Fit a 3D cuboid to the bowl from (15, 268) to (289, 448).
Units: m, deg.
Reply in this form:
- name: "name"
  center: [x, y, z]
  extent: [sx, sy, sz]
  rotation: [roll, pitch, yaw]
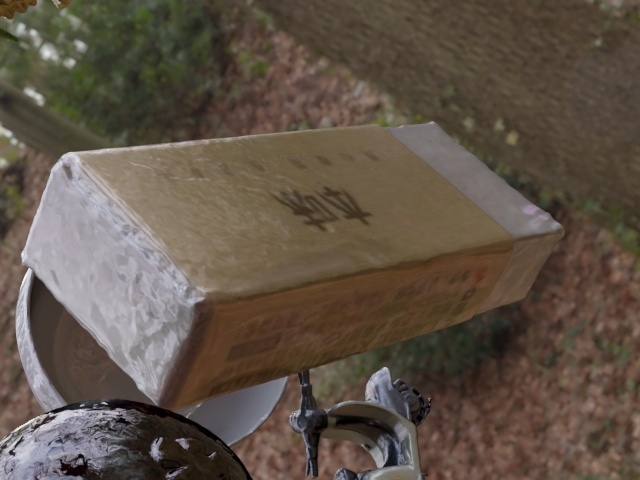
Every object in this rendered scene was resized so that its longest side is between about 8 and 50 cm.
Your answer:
- name: "bowl"
  center: [-0.183, 0.108, 1.375]
  extent: [0.287, 0.287, 0.144]
  rotation: [-55, 6, -38]

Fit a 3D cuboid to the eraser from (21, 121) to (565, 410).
- name: "eraser"
  center: [0.000, 0.000, 0.819]
  extent: [0.343, 0.144, 0.078]
  rotation: [-12, -45, -48]

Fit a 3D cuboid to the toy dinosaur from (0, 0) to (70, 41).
- name: "toy dinosaur"
  center: [-0.278, -0.234, 0.950]
  extent: [0.194, 0.152, 0.177]
  rotation: [61, -133, -62]

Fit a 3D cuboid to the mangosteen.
- name: "mangosteen"
  center: [-0.176, 0.275, 1.112]
  extent: [0.288, 0.288, 0.288]
  rotation: [-59, -9, -16]

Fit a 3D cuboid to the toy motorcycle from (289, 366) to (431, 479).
- name: "toy motorcycle"
  center: [0.048, 0.241, 1.354]
  extent: [0.091, 0.157, 0.263]
  rotation: [126, 149, -48]
